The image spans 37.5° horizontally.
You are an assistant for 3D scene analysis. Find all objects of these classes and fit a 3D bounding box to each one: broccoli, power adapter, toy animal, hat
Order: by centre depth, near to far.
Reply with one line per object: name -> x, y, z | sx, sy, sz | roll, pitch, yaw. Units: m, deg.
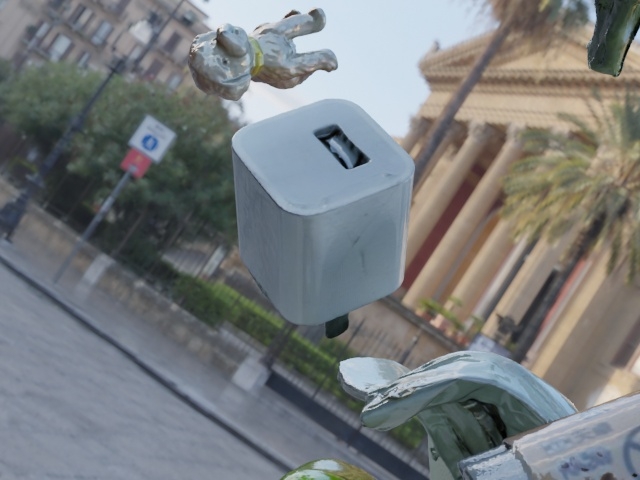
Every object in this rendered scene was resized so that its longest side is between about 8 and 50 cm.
power adapter -> 0.000, 0.000, 0.830 | 0.130, 0.125, 0.205 | 51, -27, 37
hat -> 0.150, 0.187, 0.920 | 0.257, 0.168, 0.301 | 57, -2, -16
toy animal -> -0.102, -0.228, 1.227 | 0.184, 0.185, 0.104 | -8, -73, 57
broccoli -> 0.416, -0.335, 1.290 | 0.146, 0.164, 0.304 | -6, -31, 1

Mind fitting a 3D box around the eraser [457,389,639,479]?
eraser -> 0.264, 0.181, 0.675 | 0.087, 0.291, 0.171 | 78, -9, -60

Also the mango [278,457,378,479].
mango -> 0.012, 0.272, 0.817 | 0.293, 0.143, 0.175 | 74, -4, -68
